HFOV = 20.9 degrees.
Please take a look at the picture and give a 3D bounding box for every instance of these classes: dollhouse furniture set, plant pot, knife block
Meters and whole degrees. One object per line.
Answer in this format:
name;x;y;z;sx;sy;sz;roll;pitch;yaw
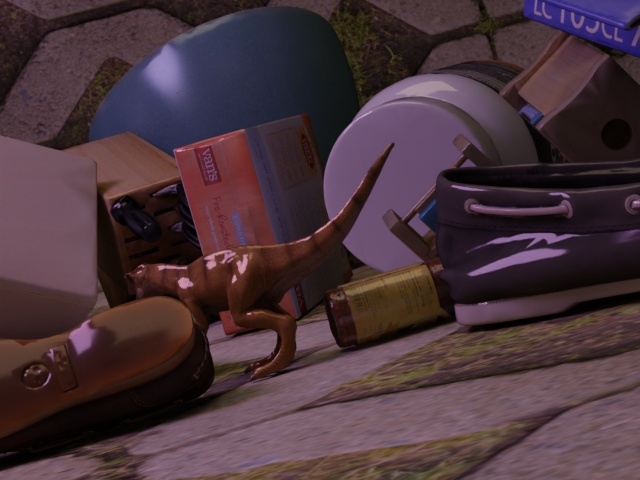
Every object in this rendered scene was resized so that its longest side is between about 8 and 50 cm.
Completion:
dollhouse furniture set;0.158;-0.026;1.173;0.183;0.129;0.129;-47;15;7
plant pot;-0.071;-0.076;1.814;0.290;0.195;0.290;-24;-23;-11
knife block;-0.158;-0.032;1.572;0.088;0.275;0.242;-17;-26;-18

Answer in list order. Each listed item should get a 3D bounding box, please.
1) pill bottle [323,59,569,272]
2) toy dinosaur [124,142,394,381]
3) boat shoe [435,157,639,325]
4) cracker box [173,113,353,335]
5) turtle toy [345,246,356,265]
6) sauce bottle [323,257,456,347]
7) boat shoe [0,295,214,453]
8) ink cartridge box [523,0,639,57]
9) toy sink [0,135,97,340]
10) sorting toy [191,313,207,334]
pill bottle;0.105;-0.058;1.385;0.162;0.162;0.278;-14;5;19
toy dinosaur;-0.038;0.026;1.096;0.211;0.112;0.064;-17;3;26
boat shoe;0.211;-0.026;0.971;0.335;0.095;0.112;-14;4;30
cracker box;-0.043;-0.019;1.456;0.067;0.155;0.232;-14;4;13
turtle toy;0.000;0.000;1.671;0.130;0.066;0.095;-19;5;-32
sauce bottle;0.067;0.034;1.108;0.128;0.042;0.042;-15;4;-6
boat shoe;-0.165;0.095;1.046;0.207;0.073;0.073;-12;-33;3
ink cartridge box;0.324;-0.180;1.121;0.395;0.151;0.270;0;19;-32
toy sink;-0.323;-0.001;1.494;0.234;0.152;0.131;13;-39;-26
sorting toy;-0.234;0.114;1.242;0.229;0.041;0.307;-23;7;-29
